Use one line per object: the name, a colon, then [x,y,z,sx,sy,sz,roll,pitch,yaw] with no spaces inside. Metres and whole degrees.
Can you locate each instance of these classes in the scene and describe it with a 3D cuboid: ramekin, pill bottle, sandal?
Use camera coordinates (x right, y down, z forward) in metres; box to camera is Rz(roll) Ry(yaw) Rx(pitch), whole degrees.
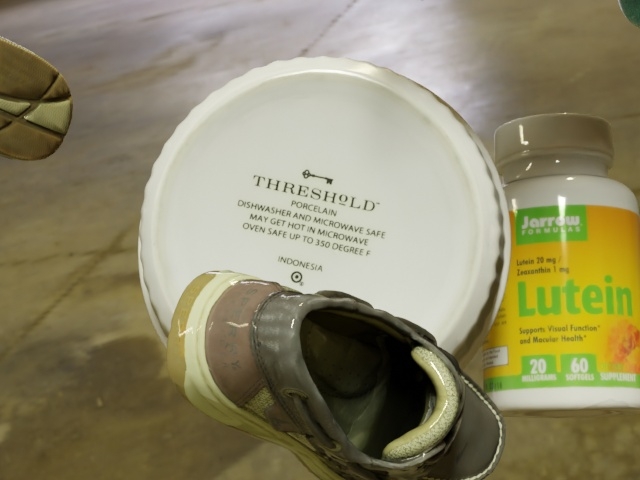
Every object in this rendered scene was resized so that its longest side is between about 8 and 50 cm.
ramekin: [0.000,0.000,0.798,0.273,0.273,0.127,-12,-5,2]
pill bottle: [0.202,0.024,0.990,0.136,0.246,0.136,-1,-12,0]
sandal: [-0.201,-0.096,0.574,0.049,0.180,0.072,15,75,45]

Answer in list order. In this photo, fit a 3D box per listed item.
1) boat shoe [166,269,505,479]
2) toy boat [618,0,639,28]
boat shoe: [0.028,0.075,0.528,0.073,0.223,0.080,5,71,42]
toy boat: [0.380,-0.162,0.968,0.267,0.148,0.318,10,24,-18]
